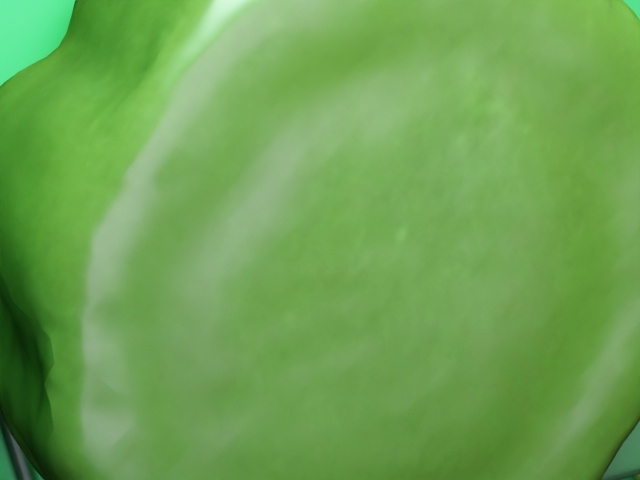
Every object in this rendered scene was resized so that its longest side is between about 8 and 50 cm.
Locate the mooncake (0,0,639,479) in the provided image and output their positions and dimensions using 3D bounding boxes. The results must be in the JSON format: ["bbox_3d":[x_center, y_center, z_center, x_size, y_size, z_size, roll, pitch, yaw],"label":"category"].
[{"bbox_3d":[0.000,0.000,0.847,0.378,0.201,0.378,-9,111,-25],"label":"mooncake"}]

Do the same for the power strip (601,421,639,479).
[{"bbox_3d":[0.217,0.049,1.052,0.265,0.059,0.193,-10,107,-27],"label":"power strip"}]

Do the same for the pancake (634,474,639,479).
[{"bbox_3d":[0.277,0.111,1.159,0.158,0.028,0.158,-12,115,-27],"label":"pancake"}]
